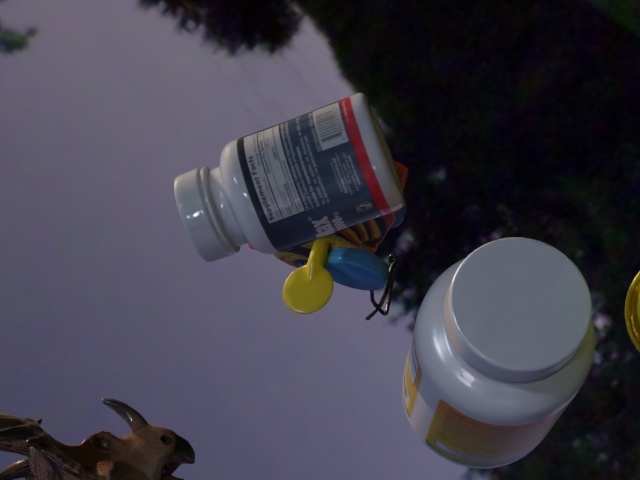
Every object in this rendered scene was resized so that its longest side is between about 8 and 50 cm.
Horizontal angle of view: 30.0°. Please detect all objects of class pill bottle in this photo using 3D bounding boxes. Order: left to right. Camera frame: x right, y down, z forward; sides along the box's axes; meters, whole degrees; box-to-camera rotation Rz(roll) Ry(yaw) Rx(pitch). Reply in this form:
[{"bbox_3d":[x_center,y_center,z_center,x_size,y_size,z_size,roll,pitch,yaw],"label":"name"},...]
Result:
[{"bbox_3d":[-0.027,-0.048,1.029,0.108,0.180,0.108,-20,-90,-82],"label":"pill bottle"},{"bbox_3d":[0.140,0.090,0.946,0.136,0.136,0.245,45,164,16],"label":"pill bottle"}]

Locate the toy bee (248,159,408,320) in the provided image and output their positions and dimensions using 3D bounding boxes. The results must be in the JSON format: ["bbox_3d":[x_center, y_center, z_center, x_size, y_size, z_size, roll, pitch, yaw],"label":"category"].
[{"bbox_3d":[0.000,0.000,1.233,0.162,0.298,0.195,13,-133,6],"label":"toy bee"}]

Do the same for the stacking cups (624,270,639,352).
[{"bbox_3d":[0.289,0.036,0.744,0.096,0.096,0.316,42,171,0],"label":"stacking cups"}]

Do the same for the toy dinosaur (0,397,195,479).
[{"bbox_3d":[-0.231,0.162,0.706,0.296,0.127,0.200,28,-131,-36],"label":"toy dinosaur"}]
